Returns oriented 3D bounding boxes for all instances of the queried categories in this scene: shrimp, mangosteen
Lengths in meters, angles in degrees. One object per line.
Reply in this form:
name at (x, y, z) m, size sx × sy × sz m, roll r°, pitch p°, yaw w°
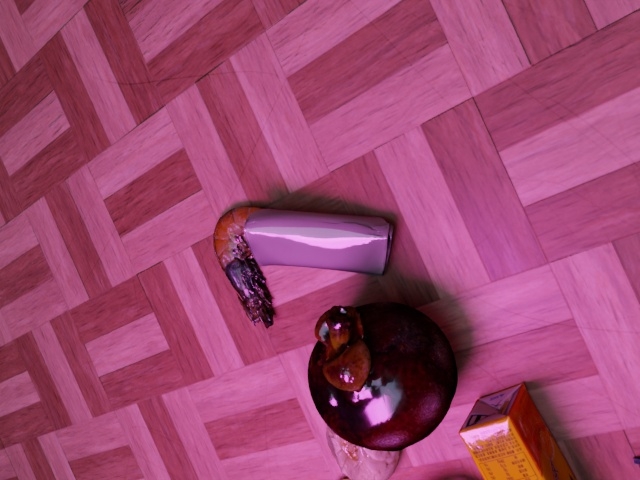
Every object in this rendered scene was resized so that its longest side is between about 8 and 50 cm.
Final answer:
shrimp at (-0.138, 0.055, 1.321) m, size 0.222 × 0.054 × 0.290 m, roll -23°, pitch 87°, yaw 31°
mangosteen at (0.107, 0.258, 1.099) m, size 0.297 × 0.293 × 0.297 m, roll -1°, pitch 89°, yaw 32°

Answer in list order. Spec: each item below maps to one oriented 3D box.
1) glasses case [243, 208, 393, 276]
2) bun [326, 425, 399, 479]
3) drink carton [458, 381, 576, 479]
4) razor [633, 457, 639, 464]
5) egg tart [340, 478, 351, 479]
glasses case at (0.000, 0.002, 1.208) m, size 0.308 × 0.083 × 0.128 m, roll 5°, pitch 123°, yaw 13°
bun at (0.088, 0.452, 1.260) m, size 0.164 × 0.111 × 0.188 m, roll -2°, pitch 104°, yaw 32°
drink carton at (0.404, 0.463, 1.064) m, size 0.111 × 0.154 × 0.351 m, roll -31°, pitch 86°, yaw 31°
razor at (0.640, 0.456, 1.005) m, size 0.190 × 0.033 × 0.066 m, roll 52°, pitch 165°, yaw 6°
egg tart at (0.089, 0.606, 1.331) m, size 0.130 × 0.052 × 0.130 m, roll 8°, pitch 106°, yaw 29°
